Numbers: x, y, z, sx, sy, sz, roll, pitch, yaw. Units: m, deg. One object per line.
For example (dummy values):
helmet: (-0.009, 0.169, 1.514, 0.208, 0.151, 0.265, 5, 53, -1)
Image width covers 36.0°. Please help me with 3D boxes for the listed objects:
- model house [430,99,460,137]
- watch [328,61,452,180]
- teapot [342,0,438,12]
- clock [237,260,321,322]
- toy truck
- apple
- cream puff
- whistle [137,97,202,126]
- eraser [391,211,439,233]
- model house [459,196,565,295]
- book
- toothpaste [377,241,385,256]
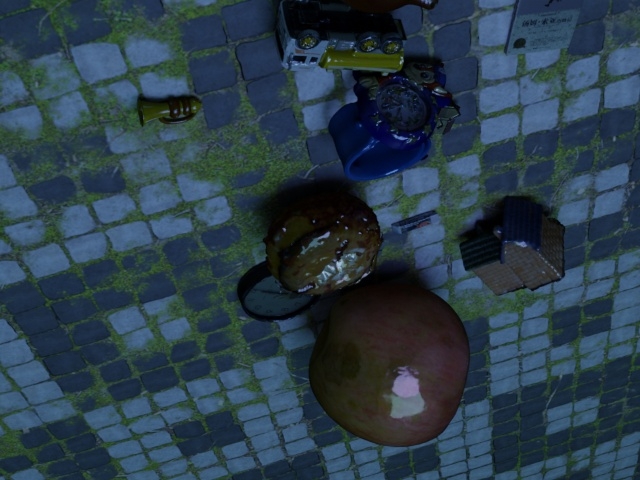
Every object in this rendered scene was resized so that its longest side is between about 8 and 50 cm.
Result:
model house: (0.231, -0.230, 1.822, 0.058, 0.057, 0.083, 4, 134, -18)
watch: (0.118, -0.202, 1.748, 0.196, 0.171, 0.200, 0, 152, -22)
teapot: (0.084, -0.423, 1.483, 0.252, 0.135, 0.178, 21, 123, -39)
clock: (-0.085, 0.109, 2.109, 0.184, 0.040, 0.185, -11, 140, -9)
toy truck: (0.036, -0.326, 1.604, 0.226, 0.098, 0.114, -1, 150, -21)
apple: (0.143, 0.269, 2.146, 0.363, 0.364, 0.364, -10, 140, -9)
cream puff: (0.000, 0.001, 1.924, 0.240, 0.164, 0.240, -20, 152, -11)
whistle: (-0.255, -0.214, 1.672, 0.109, 0.046, 0.057, -7, 125, -22)
eraser: (0.199, -0.036, 2.063, 0.099, 0.019, 0.027, -19, 140, 0)
model house: (0.400, 0.006, 2.097, 0.183, 0.166, 0.172, -28, 127, 36)
book: (0.396, -0.402, 1.716, 0.127, 0.014, 0.182, -8, 140, -11)
toothpaste: (0.038, 0.022, 2.063, 0.204, 0.031, 0.049, -2, 139, -21)
